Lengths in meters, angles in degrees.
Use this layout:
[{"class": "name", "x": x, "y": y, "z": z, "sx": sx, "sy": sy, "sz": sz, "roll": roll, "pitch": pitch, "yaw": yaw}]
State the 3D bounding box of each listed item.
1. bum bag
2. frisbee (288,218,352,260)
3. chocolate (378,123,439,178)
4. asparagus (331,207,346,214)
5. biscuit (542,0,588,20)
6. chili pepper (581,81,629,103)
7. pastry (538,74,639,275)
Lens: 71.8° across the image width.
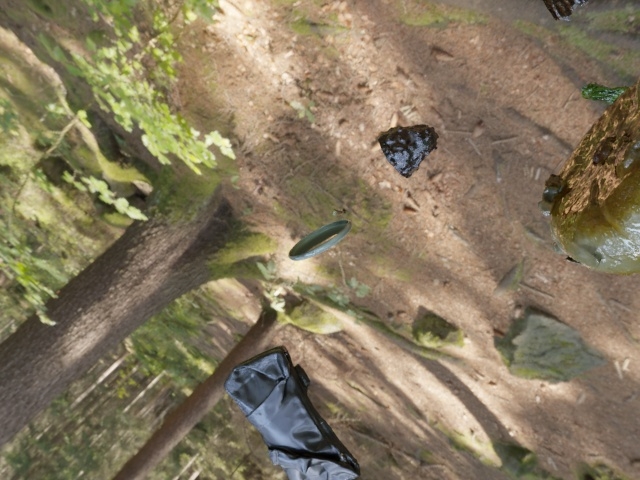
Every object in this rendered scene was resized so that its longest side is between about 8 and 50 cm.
[{"class": "bum bag", "x": -0.045, "y": 0.284, "z": 0.681, "sx": 0.249, "sy": 0.123, "sz": 0.060, "roll": 58, "pitch": -168, "yaw": 0}, {"class": "frisbee", "x": 0.000, "y": 0.000, "z": 0.675, "sx": 0.014, "sy": 0.110, "sz": 0.110, "roll": 60, "pitch": 157, "yaw": -14}, {"class": "chocolate", "x": 0.249, "y": -0.259, "z": 1.183, "sx": 0.133, "sy": 0.156, "sz": 0.156, "roll": -30, "pitch": 110, "yaw": 28}, {"class": "asparagus", "x": 0.049, "y": -0.071, "z": 1.108, "sx": 0.127, "sy": 0.015, "sz": 0.018, "roll": -18, "pitch": -87, "yaw": -75}, {"class": "biscuit", "x": 0.344, "y": -0.460, "z": 0.657, "sx": 0.252, "sy": 0.106, "sz": 0.070, "roll": 48, "pitch": 175, "yaw": -14}, {"class": "chili pepper", "x": 0.441, "y": -0.228, "z": 0.684, "sx": 0.034, "sy": 0.091, "sz": 0.030, "roll": -98, "pitch": 17, "yaw": -54}, {"class": "pastry", "x": 0.359, "y": -0.083, "z": 0.497, "sx": 0.120, "sy": 0.257, "sz": 0.236, "roll": 28, "pitch": 170, "yaw": 3}]
